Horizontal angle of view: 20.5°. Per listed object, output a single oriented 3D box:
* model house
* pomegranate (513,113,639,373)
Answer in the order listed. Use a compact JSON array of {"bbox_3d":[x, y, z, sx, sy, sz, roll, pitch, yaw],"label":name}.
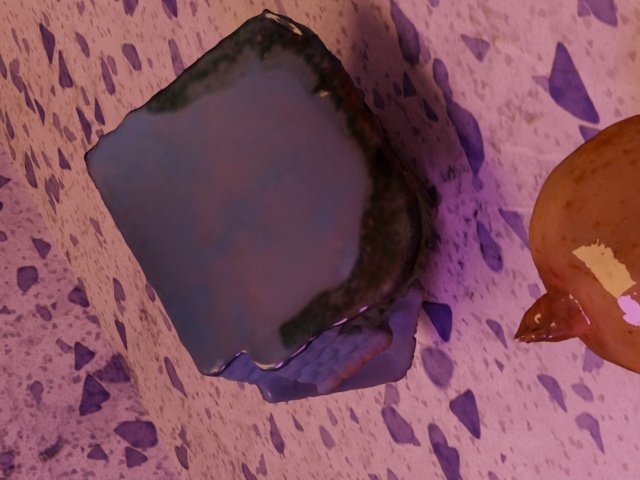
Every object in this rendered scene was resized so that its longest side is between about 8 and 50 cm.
[{"bbox_3d":[0.000,0.000,1.914,0.360,0.297,0.339,56,-170,28],"label":"model house"},{"bbox_3d":[0.263,0.002,1.383,0.207,0.207,0.207,47,149,40],"label":"pomegranate"}]
